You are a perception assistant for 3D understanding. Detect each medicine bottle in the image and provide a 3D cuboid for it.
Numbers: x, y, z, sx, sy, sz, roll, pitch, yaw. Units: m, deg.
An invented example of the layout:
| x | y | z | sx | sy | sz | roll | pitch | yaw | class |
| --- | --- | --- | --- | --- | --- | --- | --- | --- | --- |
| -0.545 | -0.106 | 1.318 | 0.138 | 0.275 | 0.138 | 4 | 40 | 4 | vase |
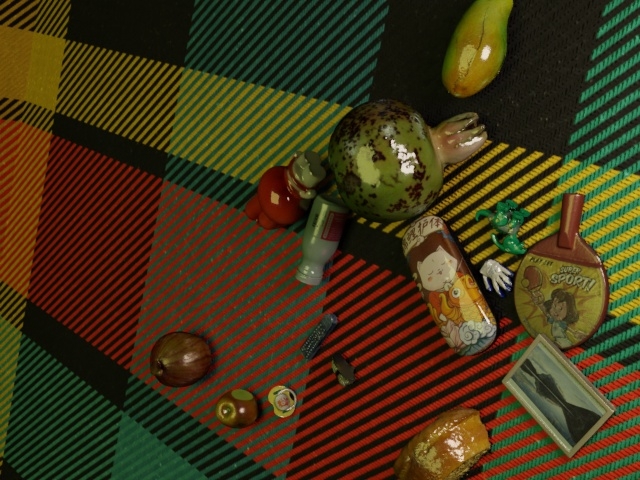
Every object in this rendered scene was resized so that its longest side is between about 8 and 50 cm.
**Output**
| x | y | z | sx | sy | sz | roll | pitch | yaw | class |
| --- | --- | --- | --- | --- | --- | --- | --- | --- | --- |
| 0.000 | 0.000 | 2.061 | 0.090 | 0.090 | 0.216 | 33 | 112 | 40 | medicine bottle |

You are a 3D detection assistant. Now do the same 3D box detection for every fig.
| x | y | z | sx | sy | sz | roll | pitch | yaw | class |
| --- | --- | --- | --- | --- | --- | --- | --- | --- | --- |
| -0.425 | 0.346 | 2.390 | 0.175 | 0.207 | 0.175 | 12 | 108 | 41 | fig |

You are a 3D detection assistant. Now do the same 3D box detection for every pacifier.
| x | y | z | sx | sy | sz | roll | pitch | yaw | class |
| --- | --- | --- | --- | --- | --- | --- | --- | --- | --- |
| -0.099 | 0.415 | 2.186 | 0.083 | 0.068 | 0.064 | 63 | 166 | -1 | pacifier |

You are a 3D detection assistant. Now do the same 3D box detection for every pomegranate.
| x | y | z | sx | sy | sz | roll | pitch | yaw | class |
| --- | --- | --- | --- | --- | --- | --- | --- | --- | --- |
| 0.189 | -0.185 | 1.795 | 0.341 | 0.285 | 0.285 | -20 | 73 | 8 | pomegranate |

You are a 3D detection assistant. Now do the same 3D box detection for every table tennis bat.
| x | y | z | sx | sy | sz | roll | pitch | yaw | class |
| --- | --- | --- | --- | --- | --- | --- | --- | --- | --- |
| 0.474 | 0.061 | 1.640 | 0.200 | 0.038 | 0.310 | 13 | 102 | 43 | table tennis bat |

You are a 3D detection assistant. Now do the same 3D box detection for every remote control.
| x | y | z | sx | sy | sz | roll | pitch | yaw | class |
| --- | --- | --- | --- | --- | --- | --- | --- | --- | --- |
| -0.003 | 0.239 | 2.106 | 0.043 | 0.027 | 0.152 | 52 | 124 | 25 | remote control |

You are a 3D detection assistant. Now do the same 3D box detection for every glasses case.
| x | y | z | sx | sy | sz | roll | pitch | yaw | class |
| --- | --- | --- | --- | --- | --- | --- | --- | --- | --- |
| 0.275 | 0.093 | 1.797 | 0.122 | 0.082 | 0.321 | -43 | 61 | 37 | glasses case |

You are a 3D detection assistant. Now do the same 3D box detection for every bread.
| x | y | z | sx | sy | sz | roll | pitch | yaw | class |
| --- | --- | --- | --- | --- | --- | --- | --- | --- | --- |
| 0.240 | 0.466 | 1.789 | 0.129 | 0.134 | 0.260 | 52 | 123 | 30 | bread |

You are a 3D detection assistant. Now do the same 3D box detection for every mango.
| x | y | z | sx | sy | sz | roll | pitch | yaw | class |
| --- | --- | --- | --- | --- | --- | --- | --- | --- | --- |
| 0.330 | -0.405 | 1.738 | 0.125 | 0.111 | 0.233 | 33 | 99 | 25 | mango |

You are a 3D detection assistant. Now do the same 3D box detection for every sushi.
| x | y | z | sx | sy | sz | roll | pitch | yaw | class |
| --- | --- | --- | --- | --- | --- | --- | --- | --- | --- |
| 0.054 | 0.318 | 2.047 | 0.083 | 0.044 | 0.046 | 61 | 149 | 28 | sushi |

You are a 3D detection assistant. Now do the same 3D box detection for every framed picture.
| x | y | z | sx | sy | sz | roll | pitch | yaw | class |
| --- | --- | --- | --- | --- | --- | --- | --- | --- | --- |
| 0.460 | 0.302 | 1.641 | 0.203 | 0.015 | 0.150 | 51 | 129 | 29 | framed picture |

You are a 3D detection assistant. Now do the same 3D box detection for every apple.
| x | y | z | sx | sy | sz | roll | pitch | yaw | class |
| --- | --- | --- | --- | --- | --- | --- | --- | --- | --- |
| -0.227 | 0.459 | 2.266 | 0.114 | 0.102 | 0.099 | 33 | 110 | 38 | apple |

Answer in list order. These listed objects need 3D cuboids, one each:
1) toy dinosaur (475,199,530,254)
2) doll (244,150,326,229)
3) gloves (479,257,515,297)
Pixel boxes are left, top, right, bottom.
| x | y | z | sx | sy | sz | roll | pitch | yaw | class |
| --- | --- | --- | --- | --- | --- | --- | --- | --- | --- |
| 0.375 | -0.030 | 1.725 | 0.132 | 0.059 | 0.096 | 33 | 117 | 31 | toy dinosaur |
| -0.095 | -0.116 | 2.131 | 0.290 | 0.130 | 0.161 | -41 | 62 | 42 | doll |
| 0.368 | 0.079 | 1.748 | 0.086 | 0.026 | 0.064 | 41 | 118 | 31 | gloves |
